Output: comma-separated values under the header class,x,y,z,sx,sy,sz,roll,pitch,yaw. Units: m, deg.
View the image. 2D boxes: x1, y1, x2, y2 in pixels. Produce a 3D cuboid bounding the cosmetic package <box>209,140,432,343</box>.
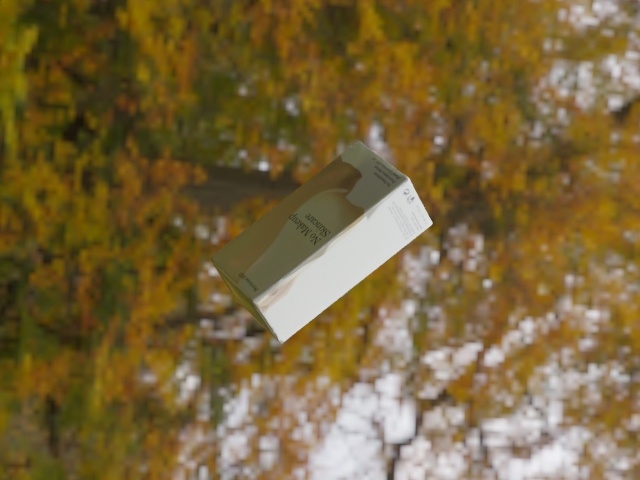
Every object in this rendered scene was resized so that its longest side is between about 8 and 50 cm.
class,x,y,z,sx,sy,sz,roll,pitch,yaw
cosmetic package,0.000,0.000,1.012,0.060,0.115,0.041,39,-15,50
